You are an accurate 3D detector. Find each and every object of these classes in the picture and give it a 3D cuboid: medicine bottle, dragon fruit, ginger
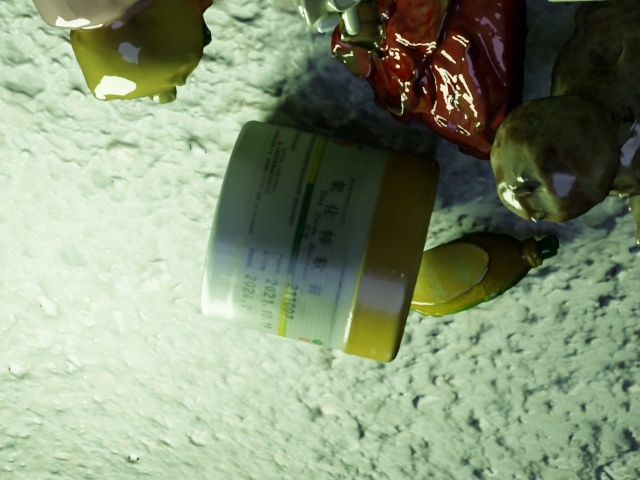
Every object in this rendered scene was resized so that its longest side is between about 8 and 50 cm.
[{"bbox_3d":[0.000,0.000,1.753,0.231,0.238,0.238,12,137,2],"label":"medicine bottle"},{"bbox_3d":[0.106,-0.187,1.596,0.205,0.152,0.317,4,137,12],"label":"dragon fruit"},{"bbox_3d":[0.349,-0.092,1.599,0.375,0.256,0.176,23,167,-32],"label":"ginger"}]

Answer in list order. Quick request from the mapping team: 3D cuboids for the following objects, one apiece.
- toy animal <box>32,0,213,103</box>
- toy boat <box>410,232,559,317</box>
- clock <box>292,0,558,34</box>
[{"bbox_3d":[-0.206,-0.253,1.599,0.195,0.169,0.281,36,164,45],"label":"toy animal"},{"bbox_3d":[0.178,0.040,1.875,0.229,0.089,0.088,-22,164,34],"label":"toy boat"},{"bbox_3d":[0.091,-0.306,1.390,0.378,0.276,0.120,-4,140,14],"label":"clock"}]
